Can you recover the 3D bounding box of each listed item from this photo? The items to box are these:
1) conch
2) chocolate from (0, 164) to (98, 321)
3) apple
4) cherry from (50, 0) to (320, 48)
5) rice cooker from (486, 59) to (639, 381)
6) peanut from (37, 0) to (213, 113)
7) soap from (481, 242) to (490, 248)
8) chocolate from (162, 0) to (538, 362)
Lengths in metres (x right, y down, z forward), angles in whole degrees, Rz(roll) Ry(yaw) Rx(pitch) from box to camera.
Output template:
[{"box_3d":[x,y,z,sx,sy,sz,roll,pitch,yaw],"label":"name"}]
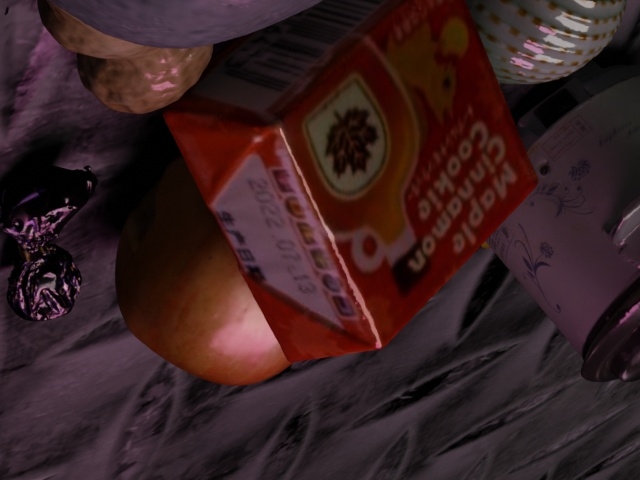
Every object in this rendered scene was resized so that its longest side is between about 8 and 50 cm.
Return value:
[{"box_3d":[0.140,-0.190,1.489,0.200,0.172,0.131,-22,123,25],"label":"conch"},{"box_3d":[-0.207,-0.006,1.431,0.072,0.070,0.147,-16,140,-23],"label":"chocolate"},{"box_3d":[-0.070,0.013,1.503,0.199,0.199,0.199,-32,157,-15],"label":"apple"},{"box_3d":[-0.052,-0.221,1.019,0.296,0.218,0.255,-13,141,-57],"label":"cherry"},{"box_3d":[0.312,-0.008,1.890,0.264,0.316,0.316,-36,158,-5],"label":"rice cooker"},{"box_3d":[-0.123,-0.147,1.234,0.104,0.085,0.228,-12,158,4],"label":"peanut"},{"box_3d":[0.209,-0.021,2.083,0.089,0.012,0.034,-40,158,5],"label":"soap"},{"box_3d":[0.034,-0.065,1.392,0.237,0.108,0.234,-45,125,-32],"label":"chocolate"}]
